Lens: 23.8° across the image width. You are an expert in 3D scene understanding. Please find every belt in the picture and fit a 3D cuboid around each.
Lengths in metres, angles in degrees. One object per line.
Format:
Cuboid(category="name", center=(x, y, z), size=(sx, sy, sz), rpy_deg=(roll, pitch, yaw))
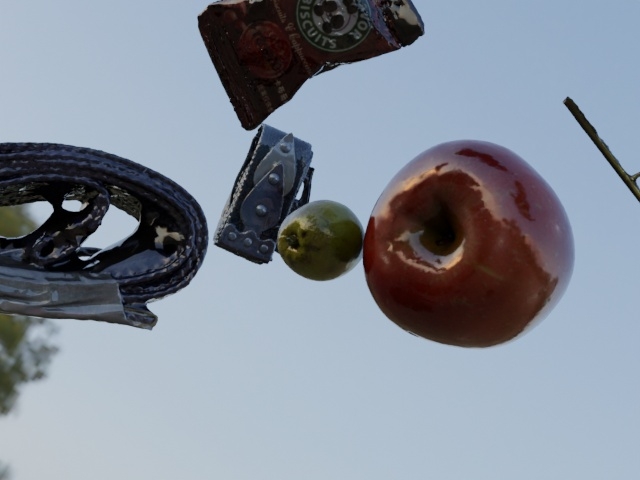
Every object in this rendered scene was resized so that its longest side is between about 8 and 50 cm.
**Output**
Cuboid(category="belt", center=(-0.212, 0.001, 1.197), size=(0.230, 0.140, 0.126), rpy_deg=(5, -9, -18))
Cuboid(category="belt", center=(-0.081, -0.070, 2.469), size=(0.128, 0.218, 0.122), rpy_deg=(21, -1, -8))

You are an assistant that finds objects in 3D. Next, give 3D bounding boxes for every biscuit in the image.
Cuboid(category="biscuit", center=(-0.017, -0.239, 1.680), size=(0.151, 0.235, 0.063), rpy_deg=(62, 8, -1))

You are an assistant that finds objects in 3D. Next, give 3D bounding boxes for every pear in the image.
Cuboid(category="pear", center=(0.000, 0.000, 1.908), size=(0.107, 0.107, 0.131), rpy_deg=(10, 0, 41))

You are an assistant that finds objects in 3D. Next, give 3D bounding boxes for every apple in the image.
Cuboid(category="apple", center=(0.182, 0.013, 1.863), size=(0.260, 0.260, 0.216), rpy_deg=(15, -9, 33))

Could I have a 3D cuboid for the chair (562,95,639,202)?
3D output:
Cuboid(category="chair", center=(0.361, -0.020, 1.301), size=(0.326, 0.159, 0.170), rpy_deg=(63, -31, 3))
